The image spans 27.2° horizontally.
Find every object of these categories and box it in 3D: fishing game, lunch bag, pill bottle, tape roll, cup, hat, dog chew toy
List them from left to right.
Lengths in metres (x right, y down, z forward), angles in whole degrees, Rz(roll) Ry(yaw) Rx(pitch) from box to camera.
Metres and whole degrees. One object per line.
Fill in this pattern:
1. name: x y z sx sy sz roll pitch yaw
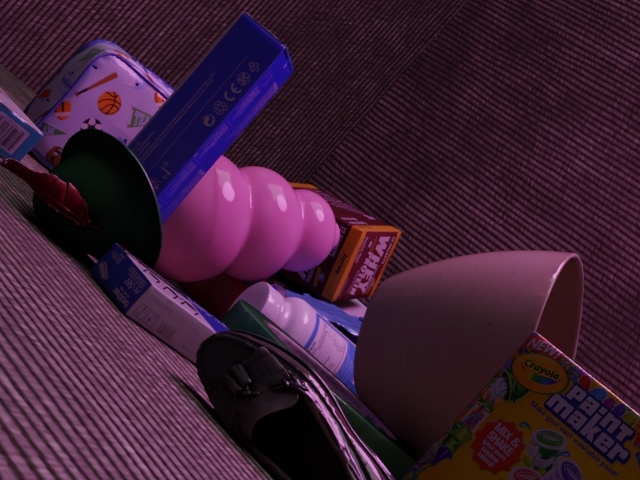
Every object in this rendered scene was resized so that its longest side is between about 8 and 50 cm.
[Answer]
1. hat: -0.297 -0.022 1.453 0.173 0.183 0.208 6 -64 41
2. lunch bag: -0.320 -0.170 2.181 0.303 0.243 0.115 41 0 -31
3. dog chew toy: -0.125 -0.028 2.025 0.332 0.206 0.206 9 16 -28
4. pill bottle: -0.032 0.160 1.924 0.221 0.124 0.124 42 -1 -25
5. tape roll: -0.009 0.208 1.699 0.321 0.077 0.321 42 0 0
6. fishing game: 0.023 0.127 2.050 0.264 0.041 0.189 26 5 4
7. cup: 0.182 0.153 1.717 0.237 0.331 0.331 13 -12 22

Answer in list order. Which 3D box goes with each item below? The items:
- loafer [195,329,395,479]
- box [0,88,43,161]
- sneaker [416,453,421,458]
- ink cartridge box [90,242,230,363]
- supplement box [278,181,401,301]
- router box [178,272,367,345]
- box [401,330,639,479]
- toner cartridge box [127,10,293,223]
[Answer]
1. loafer: -0.025 0.176 1.233 0.267 0.096 0.084 43 6 22
2. box: -0.481 -0.200 1.832 0.244 0.060 0.100 41 -2 45
3. sneaker: 0.234 0.322 1.859 0.296 0.123 0.109 31 7 -19
4. ink cartridge box: -0.160 0.089 1.482 0.207 0.046 0.097 43 0 -44
5. supplement box: 0.000 0.000 2.227 0.194 0.129 0.191 28 11 20
6. router box: -0.057 0.110 2.209 0.335 0.082 0.301 16 19 -47
7. box: 0.261 0.306 1.390 0.290 0.279 0.177 40 -2 40
8. toner cartridge box: -0.177 -0.123 1.688 0.075 0.348 0.165 40 -1 2
